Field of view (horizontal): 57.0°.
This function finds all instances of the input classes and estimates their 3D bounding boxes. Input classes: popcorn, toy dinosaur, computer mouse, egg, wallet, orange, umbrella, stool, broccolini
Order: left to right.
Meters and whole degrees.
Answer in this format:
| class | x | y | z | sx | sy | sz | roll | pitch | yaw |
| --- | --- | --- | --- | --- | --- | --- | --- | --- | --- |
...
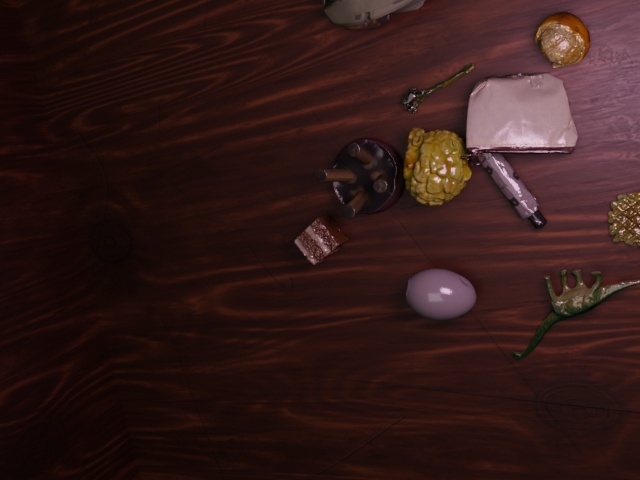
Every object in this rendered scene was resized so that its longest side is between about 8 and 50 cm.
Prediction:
| class | x | y | z | sx | sy | sz | roll | pitch | yaw |
| --- | --- | --- | --- | --- | --- | --- | --- | --- | --- |
| stool | 0.137 | -0.212 | 2.017 | 0.272 | 0.178 | 0.272 | 6 | 105 | 26 |
| computer mouse | 0.156 | -0.788 | 1.799 | 0.429 | 0.145 | 0.228 | 1 | 117 | 40 |
| popcorn | 0.361 | -0.246 | 1.897 | 0.251 | 0.206 | 0.237 | 49 | 133 | 20 |
| broccolini | 0.381 | -0.504 | 1.919 | 0.254 | 0.071 | 0.057 | -27 | 48 | 22 |
| egg | 0.406 | 0.183 | 1.987 | 0.232 | 0.176 | 0.176 | 4 | 104 | 22 |
| umbrella | 0.600 | -0.180 | 1.868 | 0.073 | 0.067 | 0.337 | -38 | 86 | 39 |
| wallet | 0.589 | -0.369 | 1.767 | 0.335 | 0.068 | 0.275 | -1 | 84 | 9 |
| orange | 0.690 | -0.570 | 1.688 | 0.156 | 0.156 | 0.134 | 55 | 160 | 4 |
| toy dinosaur | 0.808 | 0.244 | 1.862 | 0.447 | 0.087 | 0.301 | -6 | 99 | 33 |

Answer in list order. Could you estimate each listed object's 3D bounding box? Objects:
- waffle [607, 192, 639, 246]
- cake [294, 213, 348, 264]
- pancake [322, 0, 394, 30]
| class | x | y | z | sx | sy | sz | roll | pitch | yaw |
| --- | --- | --- | --- | --- | --- | --- | --- | --- | --- |
| waffle | 0.952 | -0.063 | 1.745 | 0.183 | 0.036 | 0.169 | -2 | 103 | 27 |
| cake | 0.000 | 0.000 | 2.162 | 0.147 | 0.134 | 0.135 | -40 | 82 | 21 |
| pancake | 0.141 | -0.832 | 1.937 | 0.294 | 0.049 | 0.294 | 8 | 106 | 27 |
